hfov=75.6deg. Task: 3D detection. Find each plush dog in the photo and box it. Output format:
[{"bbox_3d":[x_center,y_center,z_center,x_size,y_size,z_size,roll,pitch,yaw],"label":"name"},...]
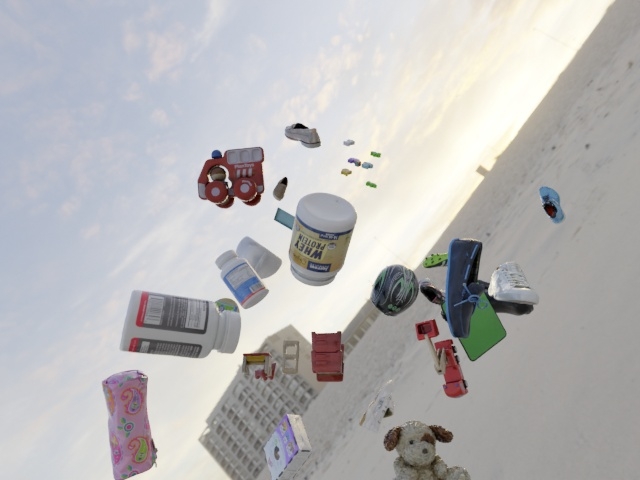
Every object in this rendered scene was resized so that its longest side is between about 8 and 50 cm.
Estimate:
[{"bbox_3d":[0.314,0.696,1.318,0.263,0.225,0.210,0,-16,-12],"label":"plush dog"}]

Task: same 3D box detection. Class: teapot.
[{"bbox_3d":[-0.321,0.110,2.008,0.187,0.253,0.256,-56,-31,-6],"label":"teapot"}]

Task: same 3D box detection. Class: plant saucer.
[{"bbox_3d":[-0.118,-0.076,1.817,0.018,0.192,0.067,-30,-34,-60],"label":"plant saucer"}]

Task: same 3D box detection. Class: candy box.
[{"bbox_3d":[-0.129,0.805,1.589,0.070,0.165,0.196,22,-72,-31],"label":"candy box"}]

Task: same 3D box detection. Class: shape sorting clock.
[{"bbox_3d":[-0.486,0.383,2.031,0.206,0.206,0.040,-47,-31,-7],"label":"shape sorting clock"}]

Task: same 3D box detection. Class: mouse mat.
[{"bbox_3d":[0.439,0.227,1.177,0.153,0.189,0.007,-28,-1,-20],"label":"mouse mat"}]

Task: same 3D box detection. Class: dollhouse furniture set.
[{"bbox_3d":[-0.095,0.451,1.592,0.201,0.375,0.152,83,-173,-61],"label":"dollhouse furniture set"}]

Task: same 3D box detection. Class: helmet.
[{"bbox_3d":[0.266,0.167,1.448,0.169,0.169,0.161,-19,-37,-58],"label":"helmet"}]

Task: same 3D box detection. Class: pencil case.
[{"bbox_3d":[-0.534,0.514,1.159,0.124,0.283,0.124,-7,1,0],"label":"pencil case"}]

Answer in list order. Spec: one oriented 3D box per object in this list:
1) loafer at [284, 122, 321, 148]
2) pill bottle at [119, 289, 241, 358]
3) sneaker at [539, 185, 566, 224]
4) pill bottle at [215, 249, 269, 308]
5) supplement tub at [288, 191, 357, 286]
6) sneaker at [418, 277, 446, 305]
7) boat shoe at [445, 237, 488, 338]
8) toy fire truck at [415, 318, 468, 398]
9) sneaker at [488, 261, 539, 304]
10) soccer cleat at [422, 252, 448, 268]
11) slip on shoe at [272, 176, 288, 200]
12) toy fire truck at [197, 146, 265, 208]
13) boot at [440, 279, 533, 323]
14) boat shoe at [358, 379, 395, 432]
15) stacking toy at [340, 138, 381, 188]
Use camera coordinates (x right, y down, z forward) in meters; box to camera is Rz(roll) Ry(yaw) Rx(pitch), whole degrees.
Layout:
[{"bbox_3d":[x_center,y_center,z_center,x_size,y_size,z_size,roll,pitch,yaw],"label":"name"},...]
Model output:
[{"bbox_3d":[-0.036,-0.219,0.826,0.045,0.125,0.039,-19,-56,-23],"label":"loafer"},{"bbox_3d":[-0.406,0.254,1.218,0.319,0.176,0.176,13,-54,-23],"label":"pill bottle"},{"bbox_3d":[0.865,-0.142,1.549,0.073,0.162,0.063,19,-40,-36],"label":"sneaker"},{"bbox_3d":[-0.310,0.147,1.604,0.124,0.221,0.124,-36,-15,-11],"label":"pill bottle"},{"bbox_3d":[0.000,0.000,1.582,0.228,0.228,0.316,-32,-35,-44],"label":"supplement tub"},{"bbox_3d":[0.436,0.216,1.522,0.072,0.178,0.077,-64,-8,24],"label":"sneaker"},{"bbox_3d":[0.370,0.118,1.043,0.109,0.089,0.258,13,-103,-55],"label":"boat shoe"},{"bbox_3d":[0.301,0.293,1.017,0.047,0.192,0.135,-23,-22,29],"label":"toy fire truck"},{"bbox_3d":[0.582,0.126,1.263,0.290,0.106,0.123,0,-81,-85],"label":"sneaker"},{"bbox_3d":[0.452,0.073,1.472,0.179,0.072,0.060,-23,30,33],"label":"soccer cleat"},{"bbox_3d":[-0.162,-0.217,1.714,0.041,0.051,0.135,-48,16,37],"label":"slip on shoe"},{"bbox_3d":[-0.391,-0.282,1.828,0.302,0.253,0.169,-5,-6,1],"label":"toy fire truck"},{"bbox_3d":[0.737,0.320,1.849,0.260,0.131,0.348,-38,19,-17],"label":"boot"},{"bbox_3d":[0.259,0.693,1.708,0.277,0.096,0.098,-33,-32,-51],"label":"boat shoe"},{"bbox_3d":[0.186,-0.353,1.891,0.052,0.221,0.166,-28,-45,-37],"label":"stacking toy"}]
